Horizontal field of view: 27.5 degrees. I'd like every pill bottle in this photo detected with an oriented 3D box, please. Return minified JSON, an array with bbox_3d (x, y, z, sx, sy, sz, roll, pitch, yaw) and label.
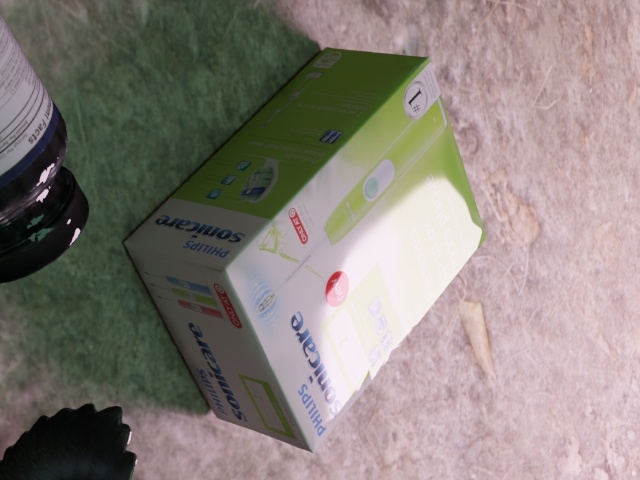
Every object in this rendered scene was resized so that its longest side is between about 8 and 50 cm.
[{"bbox_3d":[-0.233,-0.081,0.809,0.123,0.122,0.219,-50,134,-29],"label":"pill bottle"}]

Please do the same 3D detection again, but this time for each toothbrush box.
[{"bbox_3d":[0.000,0.000,1.112,0.283,0.122,0.206,-46,131,-31],"label":"toothbrush box"}]

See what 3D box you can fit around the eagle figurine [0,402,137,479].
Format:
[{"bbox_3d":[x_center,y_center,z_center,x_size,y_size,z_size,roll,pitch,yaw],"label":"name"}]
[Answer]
[{"bbox_3d":[-0.177,0.298,0.901,0.298,0.225,0.226,-54,145,-34],"label":"eagle figurine"}]
